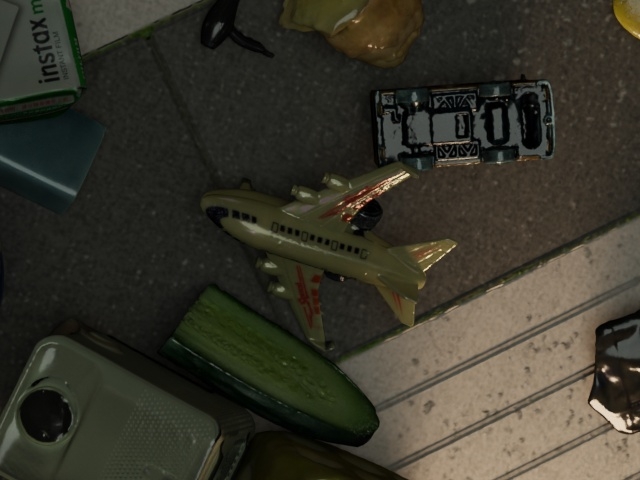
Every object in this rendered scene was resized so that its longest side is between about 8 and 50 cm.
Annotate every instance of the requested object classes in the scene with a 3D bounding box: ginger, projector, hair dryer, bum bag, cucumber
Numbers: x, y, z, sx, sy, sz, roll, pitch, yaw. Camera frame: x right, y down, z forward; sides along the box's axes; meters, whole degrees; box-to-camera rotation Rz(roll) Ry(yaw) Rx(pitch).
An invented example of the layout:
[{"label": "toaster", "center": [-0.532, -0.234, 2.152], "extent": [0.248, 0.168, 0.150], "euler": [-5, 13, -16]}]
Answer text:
[{"label": "ginger", "center": [0.065, -0.270, 1.955], "extent": [0.122, 0.115, 0.193], "euler": [32, 83, -33]}, {"label": "projector", "center": [-0.205, 0.191, 1.893], "extent": [0.242, 0.177, 0.163], "euler": [28, 92, 11]}, {"label": "hair dryer", "center": [-0.077, -0.220, 1.968], "extent": [0.083, 0.031, 0.079], "euler": [30, 83, -25]}, {"label": "bum bag", "center": [0.422, 0.098, 2.065], "extent": [0.310, 0.074, 0.137], "euler": [-27, 111, -5]}, {"label": "cucumber", "center": [-0.052, 0.147, 1.984], "extent": [0.244, 0.115, 0.063], "euler": [33, 127, -9]}]

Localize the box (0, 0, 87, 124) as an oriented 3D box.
[{"label": "box", "center": [-0.360, -0.192, 1.847], "extent": [0.250, 0.103, 0.180], "euler": [-13, 86, -18]}]

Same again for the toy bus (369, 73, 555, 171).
[{"label": "toy bus", "center": [0.144, -0.119, 1.974], "extent": [0.182, 0.103, 0.091], "euler": [-5, 97, -3]}]

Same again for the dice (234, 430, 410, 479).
[{"label": "dice", "center": [0.004, 0.339, 1.946], "extent": [0.238, 0.227, 0.233], "euler": [24, 92, -12]}]

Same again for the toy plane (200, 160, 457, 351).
[{"label": "toy plane", "center": [0.000, 0.000, 1.957], "extent": [0.256, 0.104, 0.242], "euler": [25, 122, -3]}]

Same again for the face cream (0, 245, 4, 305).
[{"label": "face cream", "center": [-0.429, 0.041, 1.838], "extent": [0.249, 0.225, 0.249], "euler": [-1, 97, -8]}]

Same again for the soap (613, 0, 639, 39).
[{"label": "soap", "center": [0.379, -0.286, 2.027], "extent": [0.089, 0.033, 0.168], "euler": [36, 89, -14]}]

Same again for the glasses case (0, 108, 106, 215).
[{"label": "glasses case", "center": [-0.354, -0.126, 1.914], "extent": [0.266, 0.056, 0.105], "euler": [26, 93, -12]}]
